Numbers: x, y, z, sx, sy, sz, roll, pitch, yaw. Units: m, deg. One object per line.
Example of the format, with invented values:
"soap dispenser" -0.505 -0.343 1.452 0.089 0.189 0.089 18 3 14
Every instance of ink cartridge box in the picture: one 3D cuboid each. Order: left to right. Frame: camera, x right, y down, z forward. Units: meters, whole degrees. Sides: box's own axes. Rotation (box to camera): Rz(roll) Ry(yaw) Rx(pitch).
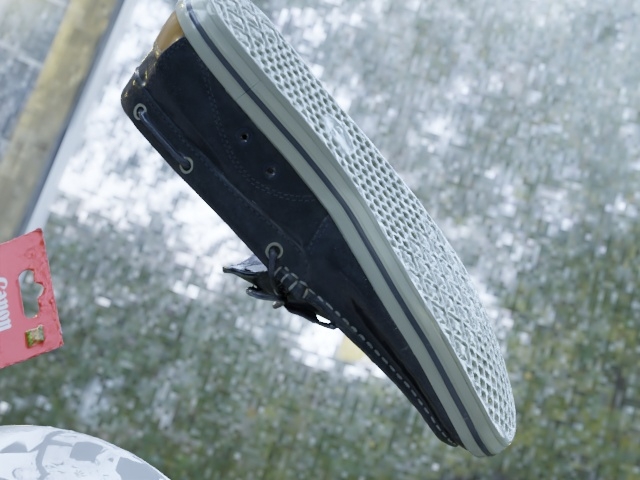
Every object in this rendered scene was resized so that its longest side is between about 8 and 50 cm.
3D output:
"ink cartridge box" -0.307 0.055 1.209 0.179 0.145 0.045 -21 -44 0

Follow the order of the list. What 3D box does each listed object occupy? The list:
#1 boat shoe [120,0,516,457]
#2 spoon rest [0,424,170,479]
"boat shoe" 0.000 0.000 1.373 0.156 0.187 0.500 -39 -91 19
"spoon rest" -0.052 0.191 0.547 0.084 0.137 0.276 -15 -69 9
